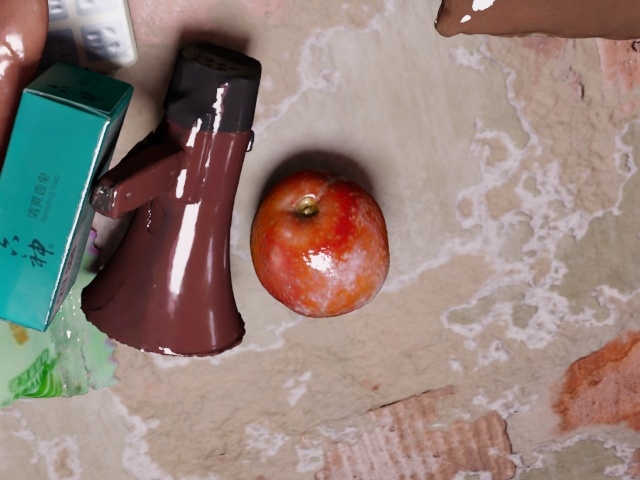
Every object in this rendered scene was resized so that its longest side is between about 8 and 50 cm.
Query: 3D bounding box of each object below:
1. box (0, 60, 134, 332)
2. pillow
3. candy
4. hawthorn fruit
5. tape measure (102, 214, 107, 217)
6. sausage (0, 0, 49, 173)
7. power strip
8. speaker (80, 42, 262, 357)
[{"bbox_3d":[-0.279,-0.049,1.284,0.092,0.153,0.245,18,107,-4],"label":"box"},{"bbox_3d":[0.292,-0.355,1.318,0.308,0.108,0.305,1,119,-14],"label":"pillow"},{"bbox_3d":[-0.436,0.127,1.454,0.398,0.172,0.263,-16,130,-17],"label":"candy"},{"bbox_3d":[0.000,0.000,1.457,0.173,0.173,0.173,-6,124,-8],"label":"hawthorn fruit"},{"bbox_3d":[-0.422,-0.070,1.361,0.215,0.098,0.351,-45,126,7],"label":"tape measure"},{"bbox_3d":[-0.361,-0.079,1.273,0.088,0.088,0.433,14,110,-20],"label":"sausage"},{"bbox_3d":[-0.267,-0.288,1.279,0.118,0.046,0.270,-10,124,-5],"label":"power strip"},{"bbox_3d":[-0.183,-0.041,1.365,0.259,0.198,0.329,-14,126,-38],"label":"speaker"}]
